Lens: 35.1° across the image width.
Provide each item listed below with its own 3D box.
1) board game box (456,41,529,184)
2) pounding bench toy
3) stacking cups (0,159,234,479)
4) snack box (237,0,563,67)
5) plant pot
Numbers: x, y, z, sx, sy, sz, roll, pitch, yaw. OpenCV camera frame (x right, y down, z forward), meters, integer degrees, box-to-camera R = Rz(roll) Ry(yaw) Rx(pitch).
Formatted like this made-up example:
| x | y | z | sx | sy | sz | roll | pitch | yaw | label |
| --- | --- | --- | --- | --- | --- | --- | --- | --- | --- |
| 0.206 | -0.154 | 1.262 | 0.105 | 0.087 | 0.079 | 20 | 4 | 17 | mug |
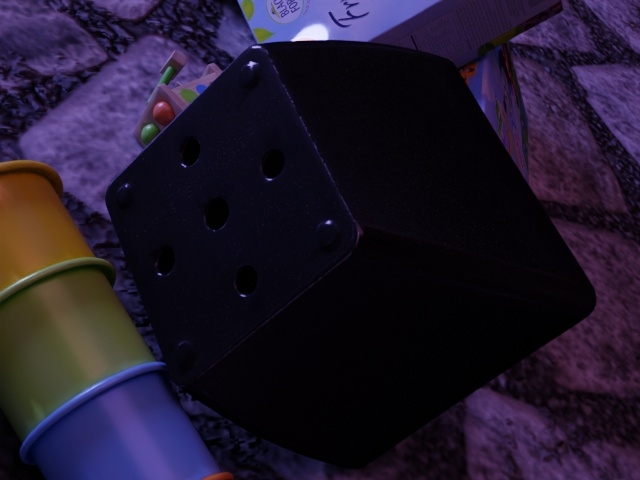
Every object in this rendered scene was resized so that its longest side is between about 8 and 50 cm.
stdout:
| x | y | z | sx | sy | sz | roll | pitch | yaw | label |
| --- | --- | --- | --- | --- | --- | --- | --- | --- | --- |
| 0.134 | -0.094 | 0.807 | 0.211 | 0.039 | 0.160 | -78 | 152 | -45 | board game box |
| -0.098 | -0.090 | 0.698 | 0.083 | 0.052 | 0.065 | 46 | 42 | 10 | pounding bench toy |
| -0.098 | 0.109 | 0.487 | 0.096 | 0.096 | 0.316 | -16 | 65 | -43 | stacking cups |
| 0.048 | -0.189 | 0.763 | 0.070 | 0.207 | 0.174 | 55 | 7 | -46 | snack box |
| 0.000 | 0.000 | 0.547 | 0.167 | 0.188 | 0.187 | 16 | 42 | -53 | plant pot |
